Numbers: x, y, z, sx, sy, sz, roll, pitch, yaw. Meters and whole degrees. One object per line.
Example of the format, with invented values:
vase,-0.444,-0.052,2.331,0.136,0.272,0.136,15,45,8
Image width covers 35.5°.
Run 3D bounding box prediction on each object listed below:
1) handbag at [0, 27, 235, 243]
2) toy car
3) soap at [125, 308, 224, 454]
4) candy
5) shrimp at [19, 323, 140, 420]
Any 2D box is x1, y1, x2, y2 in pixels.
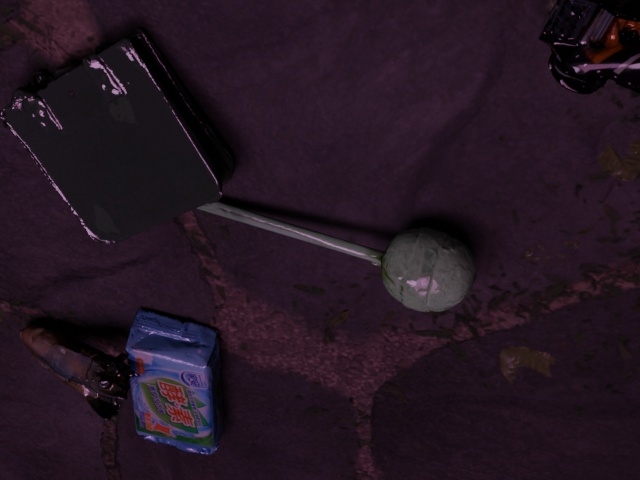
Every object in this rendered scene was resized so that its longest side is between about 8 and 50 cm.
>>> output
handbag,-0.274,-0.136,1.356,0.248,0.079,0.260,-20,117,29
toy car,0.389,-0.213,1.058,0.301,0.118,0.193,19,145,-2
soap,-0.243,0.251,1.694,0.156,0.077,0.293,10,133,9
candy,0.000,0.000,1.395,0.440,0.119,0.119,15,133,14
shrimp,-0.397,0.234,1.683,0.289,0.075,0.178,13,144,31
